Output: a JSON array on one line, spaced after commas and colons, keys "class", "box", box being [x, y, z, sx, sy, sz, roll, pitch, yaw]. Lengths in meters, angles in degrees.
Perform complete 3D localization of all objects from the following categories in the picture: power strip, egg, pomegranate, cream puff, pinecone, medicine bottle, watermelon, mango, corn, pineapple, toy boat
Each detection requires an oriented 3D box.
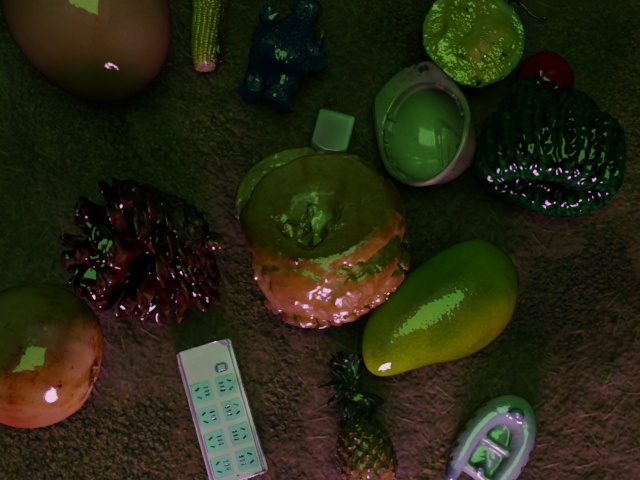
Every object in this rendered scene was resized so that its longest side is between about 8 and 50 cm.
[{"class": "power strip", "box": [-0.182, 0.317, 1.863, 0.109, 0.037, 0.279, -16, 78, -6]}, {"class": "egg", "box": [-0.435, -0.436, 1.887, 0.301, 0.301, 0.374, -20, 81, -8]}, {"class": "pomegranate", "box": [-0.522, 0.198, 1.774, 0.270, 0.229, 0.252, 8, 76, 4]}, {"class": "cream puff", "box": [0.000, 0.000, 1.847, 0.343, 0.231, 0.327, 28, 66, 25]}, {"class": "pinecone", "box": [-0.320, 0.024, 1.799, 0.295, 0.298, 0.242, 13, 72, 14]}, {"class": "medicine bottle", "box": [0.019, -0.191, 1.984, 0.074, 0.055, 0.118, 14, 75, -1]}, {"class": "watermelon", "box": [0.298, -0.392, 2.011, 0.204, 0.127, 0.232, 33, 75, 4]}, {"class": "mango", "box": [0.221, 0.135, 1.867, 0.343, 0.156, 0.192, -33, 83, -12]}, {"class": "corn", "box": [-0.223, -0.436, 2.021, 0.072, 0.072, 0.203, 2, 78, -3]}, {"class": "pineapple", "box": [0.065, 0.320, 1.845, 0.125, 0.125, 0.251, -9, 71, -6]}, {"class": "toy boat", "box": [0.321, 0.378, 1.862, 0.134, 0.079, 0.208, 36, 79, 8]}]

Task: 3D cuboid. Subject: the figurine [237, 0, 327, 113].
[{"class": "figurine", "box": [-0.065, -0.378, 1.975, 0.164, 0.121, 0.262, 9, 68, 7]}]

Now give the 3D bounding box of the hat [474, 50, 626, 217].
[{"class": "hat", "box": [0.446, -0.229, 1.940, 0.274, 0.242, 0.332, 16, 63, -14]}]

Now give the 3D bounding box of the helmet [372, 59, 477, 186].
[{"class": "helmet", "box": [0.223, -0.205, 1.962, 0.204, 0.137, 0.258, -30, 59, 28]}]

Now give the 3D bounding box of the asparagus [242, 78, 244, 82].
[{"class": "asparagus", "box": [-0.102, -0.334, 2.031, 0.114, 0.015, 0.014, -15, 112, -5]}]
